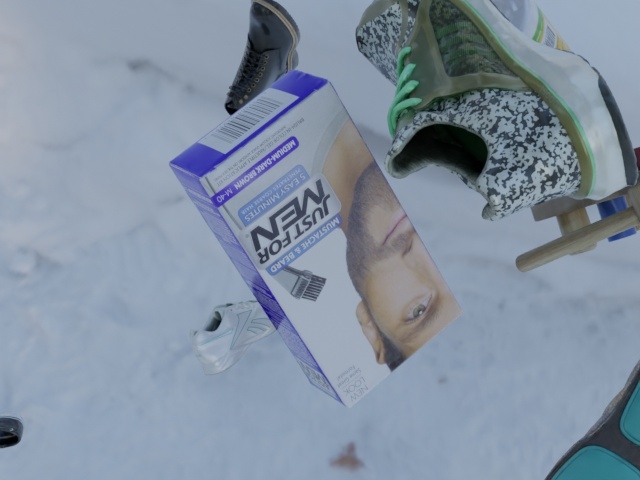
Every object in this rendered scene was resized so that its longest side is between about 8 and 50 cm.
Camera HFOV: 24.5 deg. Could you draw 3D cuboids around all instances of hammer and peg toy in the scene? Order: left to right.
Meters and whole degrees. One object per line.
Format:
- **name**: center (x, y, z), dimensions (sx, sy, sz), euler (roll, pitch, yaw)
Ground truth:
- **hammer and peg toy**: center (0.375, -0.073, 1.724), dimensions (0.266, 0.361, 0.127), euler (-18, 89, 32)

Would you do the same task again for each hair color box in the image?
- **hair color box**: center (0.000, 0.000, 1.671), dimensions (0.185, 0.339, 0.110), euler (-39, 28, -13)

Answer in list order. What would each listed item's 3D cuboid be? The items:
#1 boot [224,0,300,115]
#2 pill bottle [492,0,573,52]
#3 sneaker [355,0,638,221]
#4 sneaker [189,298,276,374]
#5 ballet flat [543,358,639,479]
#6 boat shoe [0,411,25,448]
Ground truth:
- **boot**: center (-0.095, -0.255, 2.140), dimensions (0.077, 0.198, 0.137), euler (31, 72, 21)
- **pill bottle**: center (0.255, -0.181, 1.786), dimensions (0.136, 0.245, 0.136), euler (-24, 44, 26)
- **sneaker**: center (0.120, -0.139, 1.453), dimensions (0.182, 0.158, 0.410), euler (-27, 35, -18)
- **sneaker**: center (-0.092, 0.094, 1.758), dimensions (0.152, 0.061, 0.053), euler (-39, 18, -29)
- **ballet flat**: center (0.342, 0.239, 1.657), dimensions (0.107, 0.106, 0.316), euler (40, 90, 14)
- **boat shoe**: center (-0.447, 0.247, 1.869), dimensions (0.142, 0.049, 0.040), euler (-9, 29, -7)
